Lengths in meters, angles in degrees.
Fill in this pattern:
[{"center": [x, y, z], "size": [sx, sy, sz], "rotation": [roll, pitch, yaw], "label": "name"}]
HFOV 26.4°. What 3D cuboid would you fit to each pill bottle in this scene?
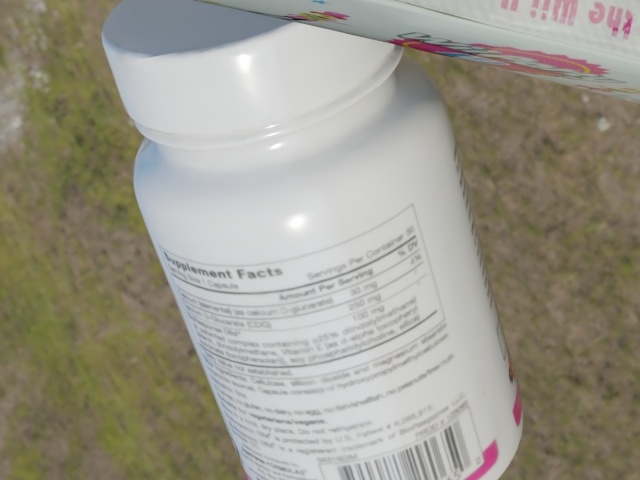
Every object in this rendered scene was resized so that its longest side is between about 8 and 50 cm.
[{"center": [0.000, 0.000, 0.693], "size": [0.160, 0.160, 0.283], "rotation": [37, 150, 55], "label": "pill bottle"}]

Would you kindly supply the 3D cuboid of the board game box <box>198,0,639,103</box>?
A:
[{"center": [0.079, -0.205, 0.406], "size": [0.097, 0.224, 0.304], "rotation": [12, 94, 55], "label": "board game box"}]
